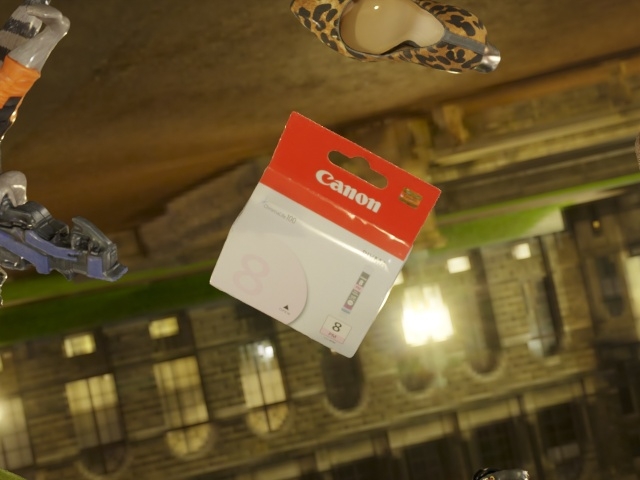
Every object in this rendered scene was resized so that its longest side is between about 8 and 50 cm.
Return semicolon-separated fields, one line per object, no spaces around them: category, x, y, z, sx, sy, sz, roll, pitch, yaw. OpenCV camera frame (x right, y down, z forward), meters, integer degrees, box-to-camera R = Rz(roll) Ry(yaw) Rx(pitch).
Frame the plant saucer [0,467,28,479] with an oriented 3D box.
plant saucer;-0.302;0.247;1.102;0.241;0.037;0.241;25;-178;-1

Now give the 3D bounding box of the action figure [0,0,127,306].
action figure;-0.304;-0.072;1.170;0.341;0.330;0.178;18;-163;14

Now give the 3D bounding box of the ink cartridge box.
ink cartridge box;0.000;0.000;1.350;0.066;0.189;0.232;-58;176;-48

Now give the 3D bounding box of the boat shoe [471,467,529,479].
boat shoe;0.153;0.216;1.053;0.049;0.042;0.133;-6;168;-6

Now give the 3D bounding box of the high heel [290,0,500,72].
high heel;0.067;-0.245;1.356;0.261;0.093;0.186;17;-174;16

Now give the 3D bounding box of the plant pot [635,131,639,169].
plant pot;0.490;-0.058;1.439;0.263;0.229;0.263;-31;-163;11
